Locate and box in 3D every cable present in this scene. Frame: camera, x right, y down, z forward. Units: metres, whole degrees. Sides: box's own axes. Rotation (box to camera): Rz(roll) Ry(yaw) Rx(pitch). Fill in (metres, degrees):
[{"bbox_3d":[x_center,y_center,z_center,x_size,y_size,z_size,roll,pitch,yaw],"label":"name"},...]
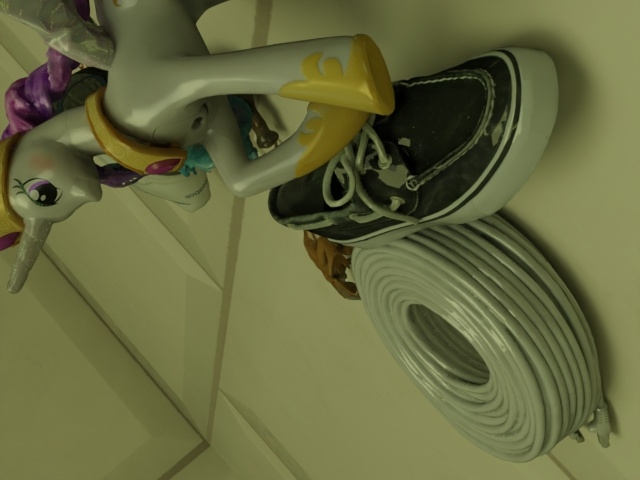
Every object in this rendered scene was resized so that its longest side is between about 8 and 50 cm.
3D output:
[{"bbox_3d":[0.134,0.079,0.922,0.257,0.089,0.257,32,151,42],"label":"cable"}]

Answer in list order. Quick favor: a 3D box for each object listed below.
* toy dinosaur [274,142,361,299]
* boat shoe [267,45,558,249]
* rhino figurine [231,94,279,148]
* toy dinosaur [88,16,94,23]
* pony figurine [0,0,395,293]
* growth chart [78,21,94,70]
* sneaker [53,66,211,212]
[{"bbox_3d":[0.000,0.000,1.105,0.112,0.064,0.212,22,143,54],"label":"toy dinosaur"},{"bbox_3d":[0.051,-0.067,0.769,0.306,0.104,0.113,-19,66,62],"label":"boat shoe"},{"bbox_3d":[-0.145,-0.156,1.138,0.243,0.073,0.106,22,147,54],"label":"rhino figurine"},{"bbox_3d":[-0.283,-0.383,1.048,0.160,0.121,0.314,43,165,53],"label":"toy dinosaur"},{"bbox_3d":[-0.134,-0.167,0.744,0.303,0.363,0.351,17,-122,-62],"label":"pony figurine"},{"bbox_3d":[-0.272,-0.214,1.373,0.237,0.021,0.172,48,157,8],"label":"growth chart"},{"bbox_3d":[-0.254,-0.124,1.317,0.297,0.111,0.129,36,158,34],"label":"sneaker"}]
